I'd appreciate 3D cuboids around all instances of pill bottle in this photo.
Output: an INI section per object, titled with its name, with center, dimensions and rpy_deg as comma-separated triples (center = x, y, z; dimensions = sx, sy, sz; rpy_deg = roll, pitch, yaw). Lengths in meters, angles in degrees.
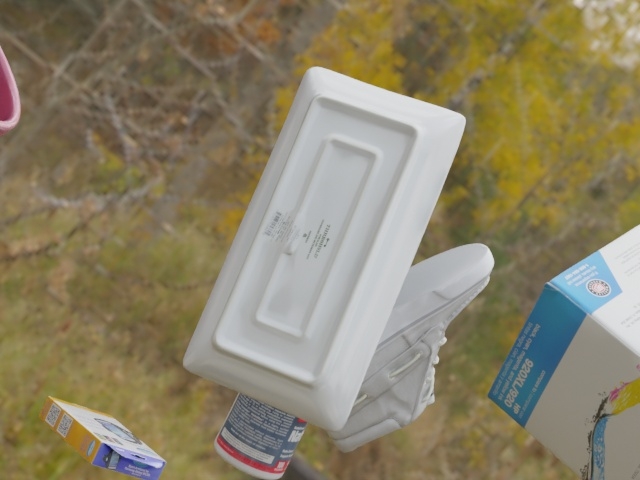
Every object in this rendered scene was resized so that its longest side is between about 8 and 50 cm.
[pill bottle]
center = -0.063, 0.225, 2.062
dimensions = 0.108, 0.180, 0.108
rpy_deg = 25, 10, -5

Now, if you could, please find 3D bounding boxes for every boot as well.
[boot]
center = 0.095, 0.117, 1.622
dimensions = 0.123, 0.258, 0.095
rpy_deg = 59, -6, -20

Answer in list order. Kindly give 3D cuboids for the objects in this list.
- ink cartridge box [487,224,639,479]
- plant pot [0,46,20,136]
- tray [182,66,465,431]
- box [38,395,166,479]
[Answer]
[ink cartridge box]
center = 0.318, 0.138, 1.434
dimensions = 0.232, 0.168, 0.171
rpy_deg = 41, 42, 23
[plant pot]
center = -0.368, -0.130, 1.192
dimensions = 0.201, 0.180, 0.201
rpy_deg = 58, 9, -15
[tray]
center = 0.000, 0.000, 1.186
dimensions = 0.145, 0.270, 0.030
rpy_deg = 20, -7, 19
[box]
center = -0.211, 0.197, 1.472
dimensions = 0.081, 0.028, 0.136
rpy_deg = 25, 3, -39
